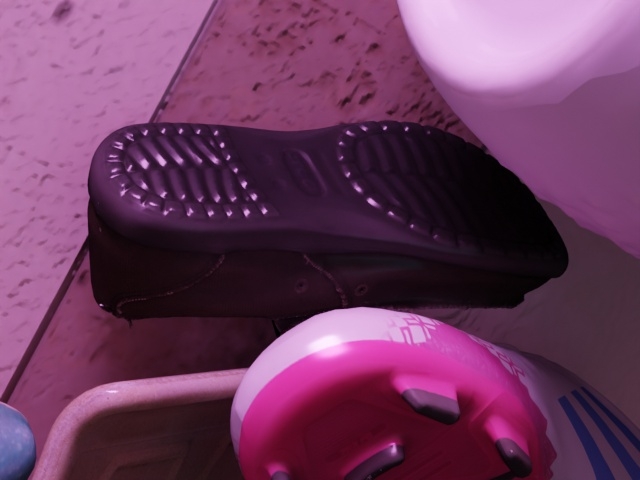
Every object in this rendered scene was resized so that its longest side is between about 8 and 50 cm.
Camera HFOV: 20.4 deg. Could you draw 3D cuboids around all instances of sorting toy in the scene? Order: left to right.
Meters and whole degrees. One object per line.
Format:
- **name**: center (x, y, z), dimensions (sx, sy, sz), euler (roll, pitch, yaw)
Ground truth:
- **sorting toy**: center (-0.105, 0.145, 0.662), dimensions (0.229, 0.041, 0.307), euler (-64, 160, 8)

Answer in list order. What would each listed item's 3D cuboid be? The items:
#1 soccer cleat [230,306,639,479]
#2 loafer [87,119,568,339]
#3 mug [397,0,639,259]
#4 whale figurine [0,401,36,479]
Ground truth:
- **soccer cleat**: center (0.061, 0.094, 0.771), dimensions (0.116, 0.143, 0.331), euler (-37, 136, 15)
- **loafer**: center (0.000, 0.000, 0.728), dimensions (0.220, 0.080, 0.078), euler (6, 132, -28)
- **mug**: center (0.229, -0.090, 0.648), dimensions (0.328, 0.374, 0.276), euler (11, 100, -32)
- **whale figurine**: center (-0.207, 0.143, 0.589), dimensions (0.272, 0.141, 0.216), euler (-41, 130, -11)
